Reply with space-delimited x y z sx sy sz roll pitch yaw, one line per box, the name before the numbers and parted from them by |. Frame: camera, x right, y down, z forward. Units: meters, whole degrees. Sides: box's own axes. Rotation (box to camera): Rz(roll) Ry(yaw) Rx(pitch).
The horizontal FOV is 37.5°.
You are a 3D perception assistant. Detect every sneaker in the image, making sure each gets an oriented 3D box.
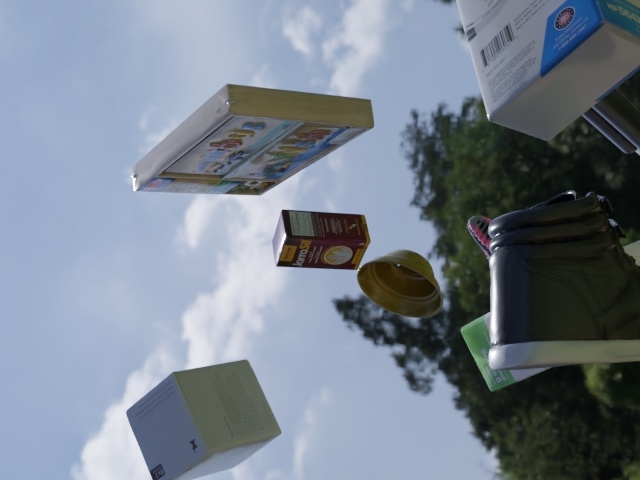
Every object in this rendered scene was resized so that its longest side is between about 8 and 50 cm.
sneaker | 0.264 0.016 1.435 0.047 0.119 0.057 -36 -12 -30
sneaker | 0.258 0.031 0.811 0.295 0.104 0.147 2 -101 -34

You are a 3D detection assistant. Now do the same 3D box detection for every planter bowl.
planter bowl | 0.203 0.085 2.259 0.217 0.217 0.090 74 -145 -48

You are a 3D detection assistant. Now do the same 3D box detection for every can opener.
can opener | 0.491 -0.175 1.456 0.280 0.074 0.093 29 -102 -24

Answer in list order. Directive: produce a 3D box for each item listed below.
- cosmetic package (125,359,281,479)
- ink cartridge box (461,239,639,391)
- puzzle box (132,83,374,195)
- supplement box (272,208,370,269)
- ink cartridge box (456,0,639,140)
cosmetic package | -0.200 0.313 1.621 0.183 0.151 0.151 -1 -123 -51
ink cartridge box | 0.375 0.108 1.396 0.198 0.273 0.115 -18 -103 -36
puzzle box | -0.130 -0.162 1.643 0.272 0.409 0.052 1 -105 -32
supplement box | 0.000 0.000 2.024 0.104 0.188 0.081 111 155 -46
ink cartridge box | 0.216 -0.224 0.903 0.085 0.148 0.203 14 -127 -31
